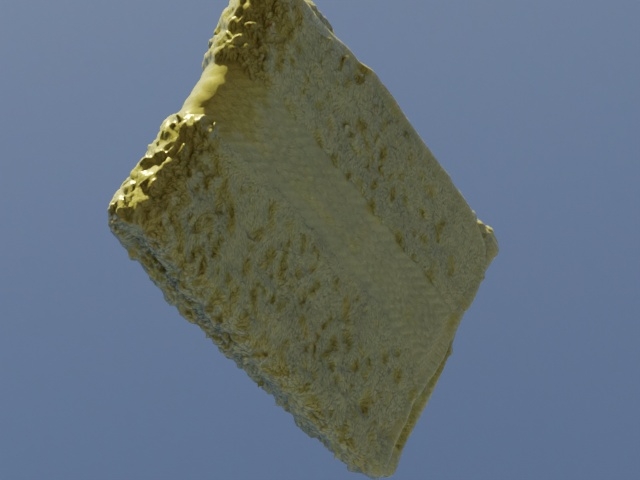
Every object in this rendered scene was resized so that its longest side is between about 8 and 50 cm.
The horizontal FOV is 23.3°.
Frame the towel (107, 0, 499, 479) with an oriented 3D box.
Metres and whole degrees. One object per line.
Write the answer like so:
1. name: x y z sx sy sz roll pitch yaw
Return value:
1. towel: 0.000 0.000 0.498 0.027 0.148 0.110 0 -127 44
